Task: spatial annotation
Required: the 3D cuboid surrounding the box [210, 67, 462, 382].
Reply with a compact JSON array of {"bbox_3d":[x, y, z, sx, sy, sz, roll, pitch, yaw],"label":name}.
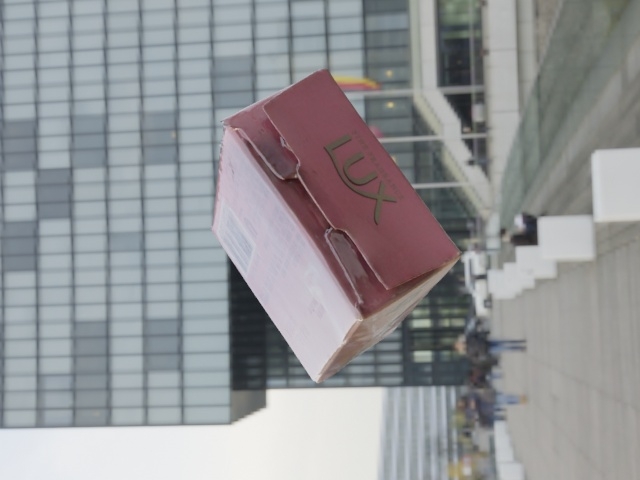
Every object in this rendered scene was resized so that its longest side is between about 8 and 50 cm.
[{"bbox_3d":[0.000,0.000,0.499,0.111,0.060,0.156,57,164,10],"label":"box"}]
